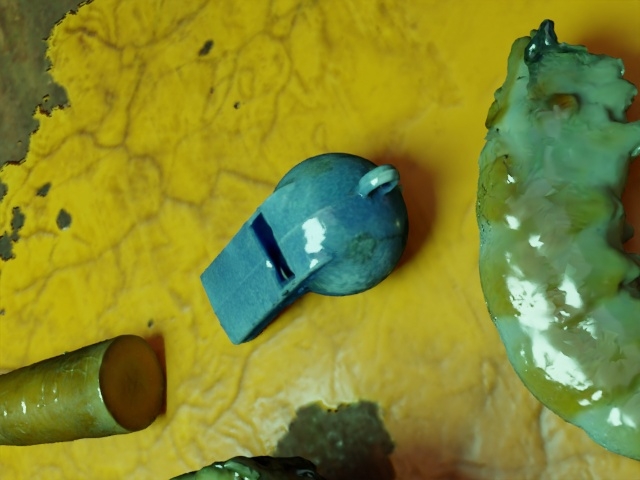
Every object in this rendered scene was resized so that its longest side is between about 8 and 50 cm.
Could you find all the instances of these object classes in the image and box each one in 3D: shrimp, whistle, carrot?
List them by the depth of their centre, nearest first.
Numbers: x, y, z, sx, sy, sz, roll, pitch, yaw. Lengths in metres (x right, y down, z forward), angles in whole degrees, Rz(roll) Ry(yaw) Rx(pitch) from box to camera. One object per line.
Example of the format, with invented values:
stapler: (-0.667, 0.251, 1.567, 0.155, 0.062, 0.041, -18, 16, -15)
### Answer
shrimp: (0.186, 0.023, 0.481, 0.287, 0.068, 0.185, 28, 89, 25)
whistle: (0.000, 0.000, 0.570, 0.158, 0.090, 0.090, -45, 56, 49)
carrot: (-0.205, 0.107, 0.636, 0.210, 0.061, 0.061, -13, 71, 25)

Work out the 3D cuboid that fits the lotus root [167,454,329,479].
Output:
lotus root: (-0.014, 0.236, 0.469, 0.267, 0.149, 0.260, -40, 59, 28)
